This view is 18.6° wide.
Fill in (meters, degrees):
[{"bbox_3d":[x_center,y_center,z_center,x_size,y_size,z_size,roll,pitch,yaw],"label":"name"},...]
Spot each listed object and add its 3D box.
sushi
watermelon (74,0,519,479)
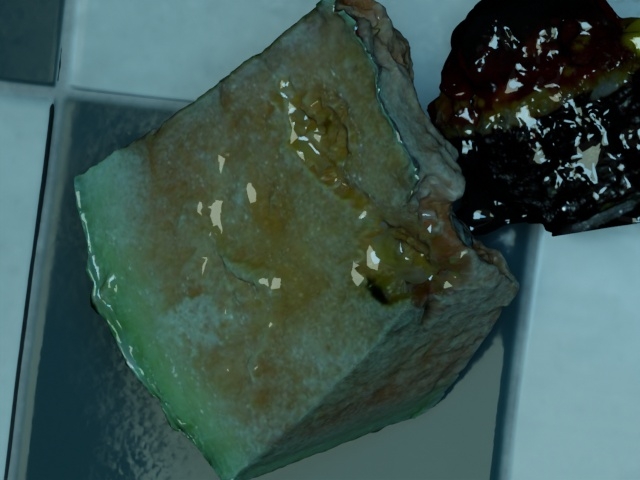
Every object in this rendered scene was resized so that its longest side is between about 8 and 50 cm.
[{"bbox_3d":[0.158,-0.099,1.343,0.172,0.153,0.150,-10,109,29],"label":"sushi"},{"bbox_3d":[0.003,0.001,1.358,0.302,0.151,0.264,-36,78,31],"label":"watermelon"}]
